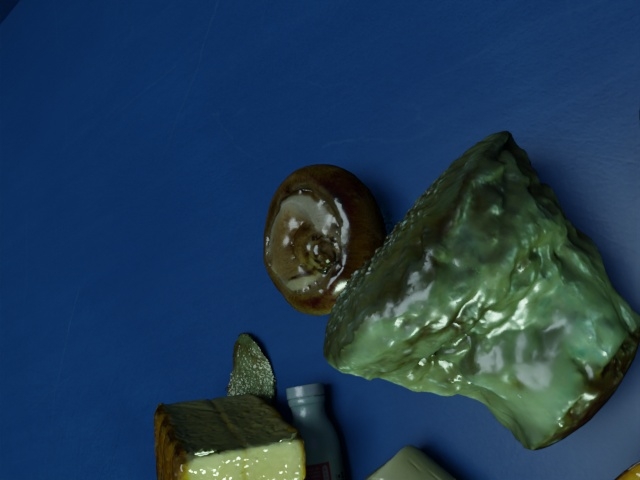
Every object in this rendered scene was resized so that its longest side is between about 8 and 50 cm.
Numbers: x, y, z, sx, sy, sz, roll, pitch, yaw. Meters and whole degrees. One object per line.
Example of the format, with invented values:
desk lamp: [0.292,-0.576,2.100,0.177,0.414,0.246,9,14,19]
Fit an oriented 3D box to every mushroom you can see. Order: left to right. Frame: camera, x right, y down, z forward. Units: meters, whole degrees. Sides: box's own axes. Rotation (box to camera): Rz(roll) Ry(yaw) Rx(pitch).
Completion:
mushroom: [0.000,0.000,0.959,0.253,0.153,0.253,-6,82,47]

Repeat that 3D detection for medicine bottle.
medicine bottle: [-0.010,0.355,0.960,0.090,0.090,0.217,-21,70,34]

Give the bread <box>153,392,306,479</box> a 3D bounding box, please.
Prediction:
bread: [-0.154,0.417,0.924,0.279,0.206,0.279,174,92,-67]

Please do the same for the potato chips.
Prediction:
potato chips: [-0.141,0.289,1.115,0.142,0.026,0.209,-41,63,23]

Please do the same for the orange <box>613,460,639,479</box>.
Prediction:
orange: [0.421,0.340,0.523,0.310,0.274,0.275,15,94,-3]

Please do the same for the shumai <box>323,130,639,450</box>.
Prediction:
shumai: [0.218,0.080,0.720,0.323,0.397,0.324,38,131,4]

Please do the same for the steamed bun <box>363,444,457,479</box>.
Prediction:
steamed bun: [0.110,0.438,0.813,0.200,0.154,0.250,38,104,35]
